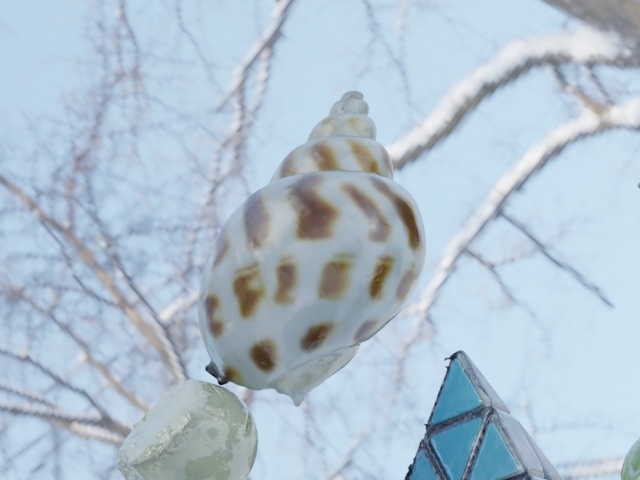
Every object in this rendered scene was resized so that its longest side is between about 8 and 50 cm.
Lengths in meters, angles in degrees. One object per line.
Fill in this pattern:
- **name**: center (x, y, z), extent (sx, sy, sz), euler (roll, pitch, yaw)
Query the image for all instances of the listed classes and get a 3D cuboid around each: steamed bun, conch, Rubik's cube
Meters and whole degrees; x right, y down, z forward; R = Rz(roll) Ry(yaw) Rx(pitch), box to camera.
- **steamed bun**: center (-0.101, 0.172, 1.468), extent (0.091, 0.130, 0.112), euler (44, -104, -13)
- **conch**: center (0.000, -0.001, 1.533), extent (0.182, 0.275, 0.149), euler (13, -45, 3)
- **Rubik's cube**: center (0.194, 0.299, 1.975), extent (0.228, 0.233, 0.229), euler (-49, -31, -44)

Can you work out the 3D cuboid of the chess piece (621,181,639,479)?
- **chess piece**: center (0.315, 0.091, 1.428), extent (0.175, 0.298, 0.176), euler (1, -36, 0)
